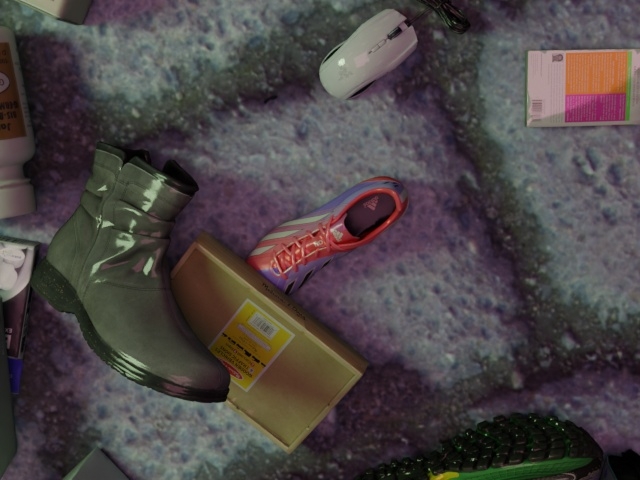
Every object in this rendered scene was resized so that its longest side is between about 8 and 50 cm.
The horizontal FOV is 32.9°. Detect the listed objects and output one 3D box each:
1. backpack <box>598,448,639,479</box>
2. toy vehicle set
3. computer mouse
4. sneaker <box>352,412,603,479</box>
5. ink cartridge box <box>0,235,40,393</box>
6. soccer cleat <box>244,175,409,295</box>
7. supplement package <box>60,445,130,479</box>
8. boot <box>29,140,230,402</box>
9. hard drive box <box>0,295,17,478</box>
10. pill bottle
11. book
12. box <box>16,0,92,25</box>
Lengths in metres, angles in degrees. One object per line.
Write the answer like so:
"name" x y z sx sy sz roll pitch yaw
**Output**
"backpack" 0.423 0.359 1.336 0.165 0.188 0.144 17 97 -1
"toy vehicle set" -0.092 0.131 1.369 0.267 0.035 0.166 39 117 -3
"computer mouse" 0.083 -0.246 1.345 0.193 0.042 0.106 -40 95 5
"sneaker" 0.197 0.328 1.381 0.343 0.134 0.146 -23 103 13
"ink cartridge box" -0.478 0.087 1.397 0.206 0.045 0.208 10 98 0
"soccer cleat" 0.000 0.000 1.350 0.248 0.095 0.083 -32 95 4
"supplement package" -0.262 0.423 1.351 0.145 0.204 0.262 -42 94 8
"boot" -0.201 0.026 1.282 0.338 0.118 0.223 33 100 29
"hard drive box" -0.488 0.185 1.356 0.181 0.089 0.232 2 113 3
"pill bottle" -0.419 -0.139 1.325 0.131 0.131 0.229 -9 97 2
"book" 0.329 -0.190 1.353 0.144 0.035 0.096 -1 100 2
"box" -0.302 -0.429 1.293 0.148 0.121 0.311 25 97 -2
